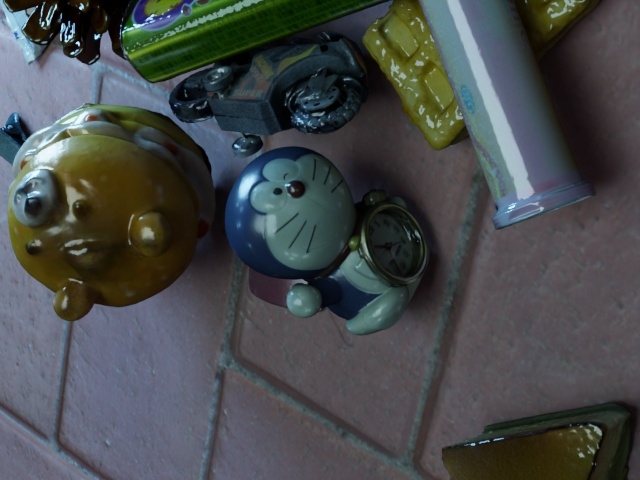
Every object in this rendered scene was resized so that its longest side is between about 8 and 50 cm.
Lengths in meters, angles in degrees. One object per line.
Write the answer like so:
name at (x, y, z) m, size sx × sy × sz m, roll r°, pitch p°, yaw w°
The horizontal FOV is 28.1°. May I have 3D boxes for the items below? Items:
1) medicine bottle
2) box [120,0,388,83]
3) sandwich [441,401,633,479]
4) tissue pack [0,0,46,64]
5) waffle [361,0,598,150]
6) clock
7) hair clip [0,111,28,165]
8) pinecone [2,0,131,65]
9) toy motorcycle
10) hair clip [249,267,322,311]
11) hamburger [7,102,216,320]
medicine bottle at (0.158, -0.227, 1.314) m, size 0.108 × 0.108 × 0.426 m, roll -24°, pitch 84°, yaw 41°
box at (-0.065, -0.289, 1.475) m, size 0.346 × 0.134 × 0.097 m, roll -14°, pitch 129°, yaw 30°
sandwich at (0.238, 0.252, 1.428) m, size 0.186 × 0.108 × 0.220 m, roll 25°, pitch 118°, yaw 33°
tissue pack at (-0.413, -0.364, 1.895) m, size 0.193 × 0.026 × 0.122 m, roll -37°, pitch 77°, yaw 40°
waffle at (0.173, -0.243, 1.401) m, size 0.274 × 0.057 × 0.168 m, roll -46°, pitch 71°, yaw 38°
clock at (0.000, 0.000, 1.480) m, size 0.243 × 0.199 × 0.146 m, roll 39°, pitch 148°, yaw -18°
hair clip at (-0.424, -0.081, 1.956) m, size 0.275 × 0.083 × 0.048 m, roll 52°, pitch 123°, yaw 10°
pinecone at (-0.303, -0.351, 1.655) m, size 0.264 × 0.264 × 0.264 m, roll 11°, pitch 107°, yaw 39°
toy motorcycle at (-0.048, -0.189, 1.541) m, size 0.307 × 0.173 × 0.108 m, roll 14°, pitch 138°, yaw 43°
hair clip at (-0.049, 0.060, 1.687) m, size 0.137 × 0.022 × 0.054 m, roll 14°, pitch 106°, yaw 38°
hamburger at (-0.283, -0.029, 1.663) m, size 0.276 × 0.237 × 0.276 m, roll 1°, pitch 120°, yaw 2°
